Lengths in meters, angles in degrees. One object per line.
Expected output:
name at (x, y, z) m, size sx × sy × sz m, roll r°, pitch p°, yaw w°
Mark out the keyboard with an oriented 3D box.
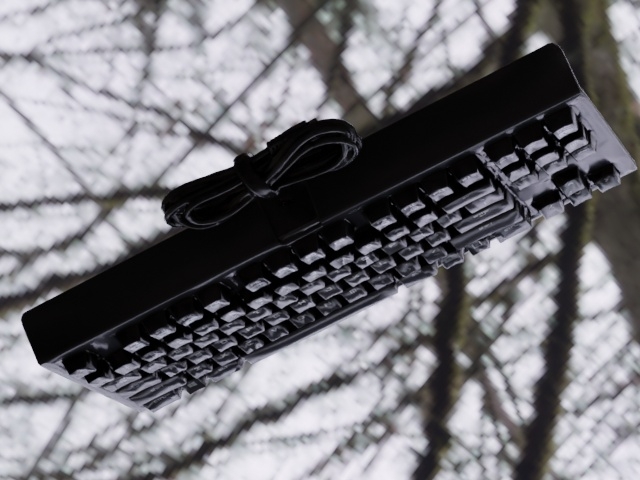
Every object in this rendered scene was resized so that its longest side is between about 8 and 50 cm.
keyboard at (0.000, 0.000, 0.567) m, size 0.180 × 0.108 × 0.023 m, roll -27°, pitch -121°, yaw 13°
